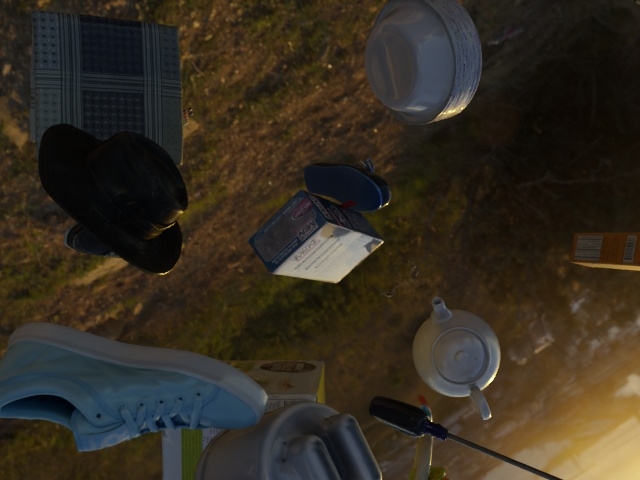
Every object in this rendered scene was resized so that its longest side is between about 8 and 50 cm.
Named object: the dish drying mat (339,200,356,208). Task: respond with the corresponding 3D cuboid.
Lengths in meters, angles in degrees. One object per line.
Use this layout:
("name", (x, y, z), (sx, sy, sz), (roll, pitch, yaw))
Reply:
("dish drying mat", (0.062, -0.081, 1.576), (0.032, 0.008, 0.083), (-21, -173, -2))

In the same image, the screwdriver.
("screwdriver", (0.112, 0.161, 0.543), (0.024, 0.170, 0.025), (-26, 127, -48))

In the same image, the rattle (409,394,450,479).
("rattle", (0.259, 0.441, 1.459), (0.130, 0.143, 0.199), (31, 69, -65))

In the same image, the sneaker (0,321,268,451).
("sneaker", (-0.260, 0.228, 0.935), (0.366, 0.150, 0.135), (11, 140, 0))

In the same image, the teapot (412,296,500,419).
("teapot", (0.366, 0.307, 1.833), (0.187, 0.256, 0.252), (38, 74, -86))

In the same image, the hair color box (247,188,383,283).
("hair color box", (0.000, 0.000, 1.617), (0.174, 0.105, 0.347), (-43, 158, 14))

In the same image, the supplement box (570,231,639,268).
("supplement box", (0.661, 0.024, 1.526), (0.078, 0.233, 0.080), (12, 88, -19))

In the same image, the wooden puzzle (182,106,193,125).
("wooden puzzle", (-0.361, -0.309, 1.770), (0.083, 0.006, 0.049), (-29, 148, -20))

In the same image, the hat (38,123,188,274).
("hat", (-0.332, -0.106, 1.244), (0.134, 0.331, 0.331), (-34, 149, 19))

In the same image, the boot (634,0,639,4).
("boot", (0.558, -0.480, 1.076), (0.077, 0.197, 0.137), (10, 168, -37))

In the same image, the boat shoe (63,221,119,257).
("boat shoe", (-0.398, -0.004, 1.388), (0.228, 0.069, 0.081), (-4, 118, -51))

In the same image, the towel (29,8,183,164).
("towel", (-0.452, -0.313, 1.478), (0.312, 0.324, 0.056), (-1, 179, -24))

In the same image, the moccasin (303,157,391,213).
("moccasin", (0.085, -0.170, 1.876), (0.117, 0.342, 0.137), (-17, 117, -31))

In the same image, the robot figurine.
("robot figurine", (-0.067, 0.370, 1.074), (0.300, 0.199, 0.353), (-15, 168, -43))

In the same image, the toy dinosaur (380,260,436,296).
("toy dinosaur", (0.251, 0.109, 1.902), (0.183, 0.092, 0.053), (-21, 144, 35))

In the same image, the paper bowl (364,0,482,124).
("paper bowl", (0.210, -0.401, 1.552), (0.148, 0.284, 0.284), (-20, 148, -33))

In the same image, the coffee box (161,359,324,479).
("coffee box", (-0.156, 0.470, 1.589), (0.334, 0.338, 0.337), (0, -178, 4))
